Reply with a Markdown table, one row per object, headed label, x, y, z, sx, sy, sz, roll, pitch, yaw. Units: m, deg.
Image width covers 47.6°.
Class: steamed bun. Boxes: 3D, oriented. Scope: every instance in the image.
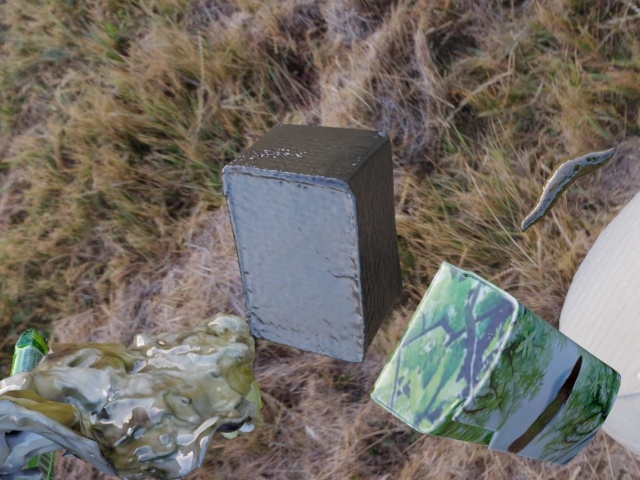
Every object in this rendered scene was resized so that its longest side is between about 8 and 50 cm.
| label | x | y | z | sx | sy | sz | roll | pitch | yaw |
| --- | --- | --- | --- | --- | --- | --- | --- | --- | --- |
| steamed bun | 0.432 | 0.072 | 0.730 | 0.241 | 0.374 | 0.374 | 38 | 99 | -7 |

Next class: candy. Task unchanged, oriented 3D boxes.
| label | x | y | z | sx | sy | sz | roll | pitch | yaw |
| --- | --- | --- | --- | --- | --- | --- | --- | --- | --- |
| candy | -0.282 | 0.187 | 0.702 | 0.031 | 0.102 | 0.178 | -5 | 56 | 3 |

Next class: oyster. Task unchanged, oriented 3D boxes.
| label | x | y | z | sx | sy | sz | roll | pitch | yaw |
| --- | --- | --- | --- | --- | --- | --- | --- | --- | --- |
| oyster | -0.176 | 0.134 | 0.594 | 0.237 | 0.351 | 0.115 | -15 | 91 | 38 |

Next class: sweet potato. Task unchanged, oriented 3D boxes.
| label | x | y | z | sx | sy | sz | roll | pitch | yaw |
| --- | --- | --- | --- | --- | --- | --- | --- | --- | --- |
| sweet potato | 0.499 | -0.119 | 1.514 | 0.249 | 0.059 | 0.069 | -44 | 110 | 7 |

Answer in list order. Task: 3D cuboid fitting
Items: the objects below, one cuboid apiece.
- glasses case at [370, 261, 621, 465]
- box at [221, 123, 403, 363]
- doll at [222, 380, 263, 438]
| label | x | y | z | sx | sy | sz | roll | pitch | yaw |
| --- | --- | --- | --- | --- | --- | --- | --- | --- | --- |
| glasses case | 0.141 | 0.101 | 0.510 | 0.062 | 0.272 | 0.095 | 28 | 90 | 38 |
| box | -0.001 | 0.001 | 0.956 | 0.184 | 0.143 | 0.274 | 10 | 126 | 25 |
| doll | -0.150 | 0.240 | 1.058 | 0.062 | 0.162 | 0.106 | -23 | 81 | 37 |
